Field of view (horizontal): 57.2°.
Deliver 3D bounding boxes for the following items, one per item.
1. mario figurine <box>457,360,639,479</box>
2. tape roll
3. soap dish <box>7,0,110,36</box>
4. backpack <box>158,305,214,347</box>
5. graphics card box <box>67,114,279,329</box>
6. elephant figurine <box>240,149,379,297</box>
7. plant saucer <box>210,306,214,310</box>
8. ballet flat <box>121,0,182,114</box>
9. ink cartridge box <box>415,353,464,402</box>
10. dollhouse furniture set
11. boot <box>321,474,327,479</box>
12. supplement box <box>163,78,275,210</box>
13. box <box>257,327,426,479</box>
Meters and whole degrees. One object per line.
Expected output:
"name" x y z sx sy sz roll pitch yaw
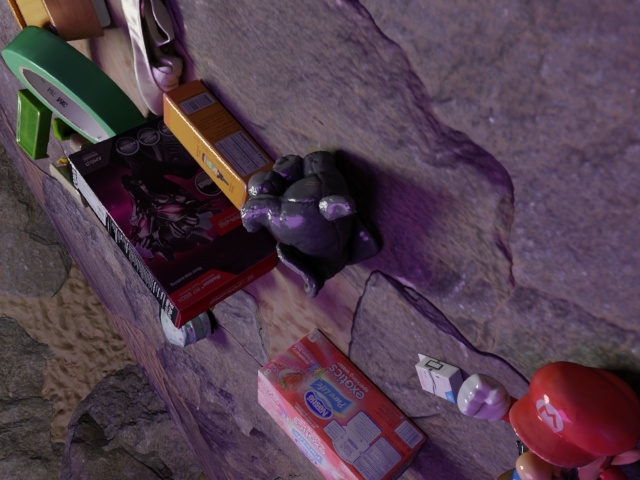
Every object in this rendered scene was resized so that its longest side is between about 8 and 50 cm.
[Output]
"mario figurine" 0.257 0.267 0.675 0.198 0.170 0.320 1 135 16
"tape roll" -0.519 -0.309 1.260 0.321 0.077 0.321 33 165 10
"soap dish" -0.568 -0.523 1.212 0.291 0.118 0.229 17 132 47
"backpack" -0.382 0.234 1.665 0.182 0.115 0.152 6 120 51
"graphics card box" -0.277 -0.049 1.115 0.371 0.233 0.094 52 151 12
"elephant figurine" 0.000 0.000 0.864 0.169 0.186 0.239 -12 128 14
"plant saucer" -0.287 0.036 1.304 0.188 0.045 0.188 53 -171 -42
"ballet flat" -0.284 -0.332 1.020 0.086 0.086 0.248 30 140 39
"ink cartridge box" 0.176 0.208 0.890 0.083 0.028 0.048 12 127 52
"dollhouse furniture set" -0.582 -0.241 1.459 0.301 0.197 0.151 41 127 19
"boot" 0.000 0.479 1.355 0.236 0.089 0.269 26 139 43
"supplement box" -0.175 -0.166 1.010 0.233 0.080 0.078 50 151 15
"box" 0.029 0.338 1.109 0.300 0.154 0.142 41 146 25
